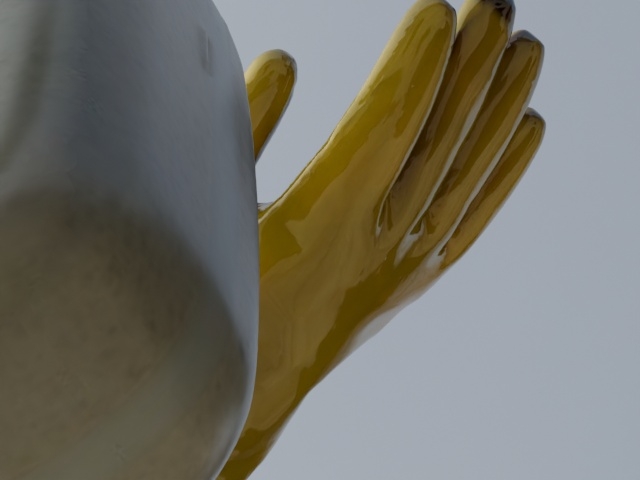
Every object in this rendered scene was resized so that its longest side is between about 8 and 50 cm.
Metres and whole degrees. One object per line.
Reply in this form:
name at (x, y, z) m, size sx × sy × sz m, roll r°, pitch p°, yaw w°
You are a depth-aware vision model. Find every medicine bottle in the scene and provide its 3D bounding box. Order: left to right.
medicine bottle at (-0.199, 0.033, 0.494) m, size 0.375 × 0.282 × 0.123 m, roll -22°, pitch -56°, yaw 11°

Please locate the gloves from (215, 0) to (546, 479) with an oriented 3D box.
gloves at (0.001, 0.000, 0.824) m, size 0.294 × 0.116 × 0.133 m, roll -50°, pitch -26°, yaw 13°
